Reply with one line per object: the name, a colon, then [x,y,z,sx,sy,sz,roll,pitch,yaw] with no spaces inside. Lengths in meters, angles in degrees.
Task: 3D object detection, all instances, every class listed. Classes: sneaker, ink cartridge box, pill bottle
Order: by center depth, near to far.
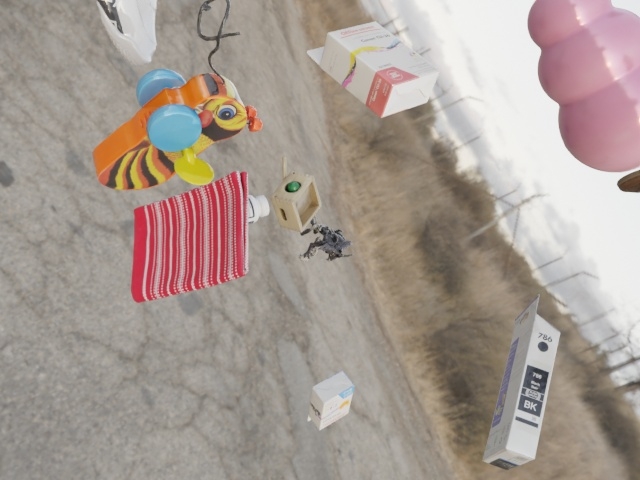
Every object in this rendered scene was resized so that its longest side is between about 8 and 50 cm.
sneaker: [-0.253,-0.473,1.049,0.137,0.211,0.365,-87,174,-72]
ink cartridge box: [0.082,-0.295,1.071,0.198,0.115,0.067,45,-39,26]
sneaker: [0.655,-0.106,1.225,0.066,0.188,0.071,4,77,-40]
ink cartridge box: [0.417,0.290,1.330,0.165,0.065,0.332,94,16,-64]
ink cartridge box: [0.027,0.454,1.803,0.061,0.104,0.181,47,-33,33]
pill bottle: [-0.256,-0.095,2.097,0.094,0.170,0.094,41,-41,50]

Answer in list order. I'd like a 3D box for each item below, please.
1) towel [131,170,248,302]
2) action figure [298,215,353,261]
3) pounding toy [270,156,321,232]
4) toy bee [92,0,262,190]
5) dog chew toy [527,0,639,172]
towel: [-0.241,-0.003,1.171,0.031,0.275,0.198,23,58,-52]
action figure: [0.000,0.000,2.273,0.164,0.140,0.275,-12,47,-37]
pounding toy: [-0.074,-0.123,1.724,0.130,0.100,0.141,-55,146,-33]
toy bee: [-0.165,-0.159,0.887,0.162,0.298,0.195,21,57,-45]
dog chew toy: [0.454,-0.279,1.062,0.331,0.207,0.206,57,13,-7]
